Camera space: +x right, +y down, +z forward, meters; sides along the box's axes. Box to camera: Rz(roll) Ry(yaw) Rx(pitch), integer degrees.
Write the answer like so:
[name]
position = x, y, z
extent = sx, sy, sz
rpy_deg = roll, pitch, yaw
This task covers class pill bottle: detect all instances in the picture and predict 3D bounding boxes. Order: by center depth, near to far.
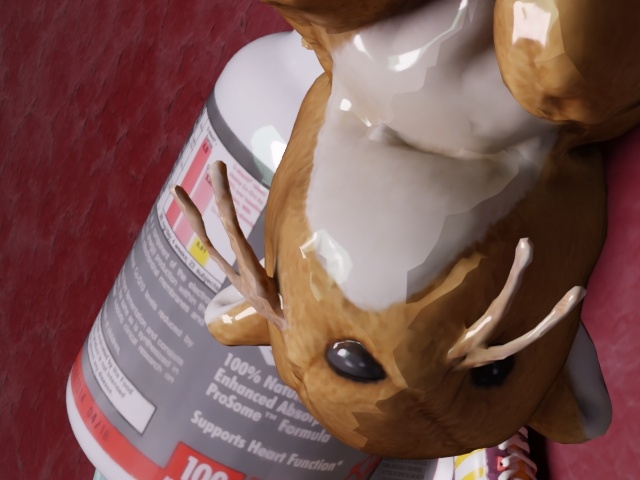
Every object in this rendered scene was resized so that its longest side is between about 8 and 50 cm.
[pill bottle]
position = 0.000, 0.000, 1.114
extent = 0.363, 0.210, 0.210
rpy_deg = -61, 31, 24

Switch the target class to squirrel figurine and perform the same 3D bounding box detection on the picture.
[squirrel figurine]
position = 0.081, -0.102, 0.767
extent = 0.397, 0.281, 0.370
rpy_deg = -54, -26, -74

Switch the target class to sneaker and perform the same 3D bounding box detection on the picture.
[sneaker]
position = 0.112, 0.142, 1.094
extent = 0.084, 0.070, 0.185
rpy_deg = 17, 98, 50

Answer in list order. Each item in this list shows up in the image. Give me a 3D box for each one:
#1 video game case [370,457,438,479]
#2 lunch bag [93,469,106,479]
[video game case]
position = 0.024, 0.085, 1.306
extent = 0.329, 0.036, 0.299
rpy_deg = -6, 74, 62
[lunch bag]
position = -0.112, 0.228, 1.352
extent = 0.224, 0.108, 0.279
rpy_deg = 59, 137, 47
